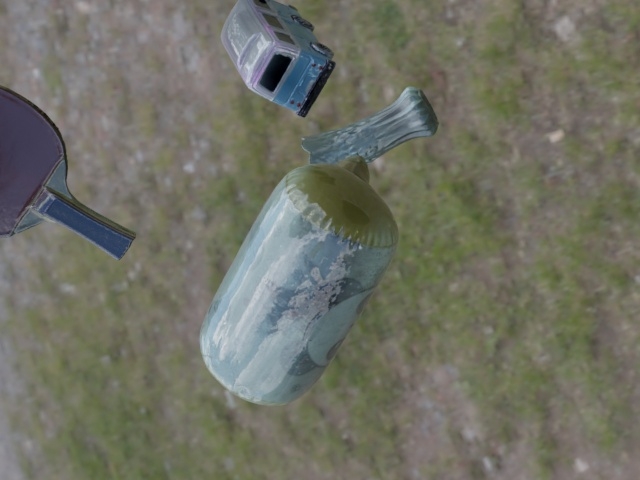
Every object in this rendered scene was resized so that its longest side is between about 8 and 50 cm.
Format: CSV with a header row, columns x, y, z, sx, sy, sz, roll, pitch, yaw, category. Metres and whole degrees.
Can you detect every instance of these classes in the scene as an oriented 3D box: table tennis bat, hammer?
x,y,z,sx,sy,sz,roll,pitch,yaw,category
-0.183,-0.036,0.826,0.095,0.158,0.014,-53,17,17,table tennis bat
0.000,0.000,1.173,0.113,0.305,0.202,32,115,-2,hammer

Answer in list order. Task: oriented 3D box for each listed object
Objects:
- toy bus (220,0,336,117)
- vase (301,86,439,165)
x,y,z,sx,sy,sz,roll,pitch,yaw,category
-0.043,-0.166,1.186,0.060,0.075,0.123,-58,32,21,toy bus
0.061,-0.118,1.577,0.149,0.081,0.081,-27,78,10,vase
